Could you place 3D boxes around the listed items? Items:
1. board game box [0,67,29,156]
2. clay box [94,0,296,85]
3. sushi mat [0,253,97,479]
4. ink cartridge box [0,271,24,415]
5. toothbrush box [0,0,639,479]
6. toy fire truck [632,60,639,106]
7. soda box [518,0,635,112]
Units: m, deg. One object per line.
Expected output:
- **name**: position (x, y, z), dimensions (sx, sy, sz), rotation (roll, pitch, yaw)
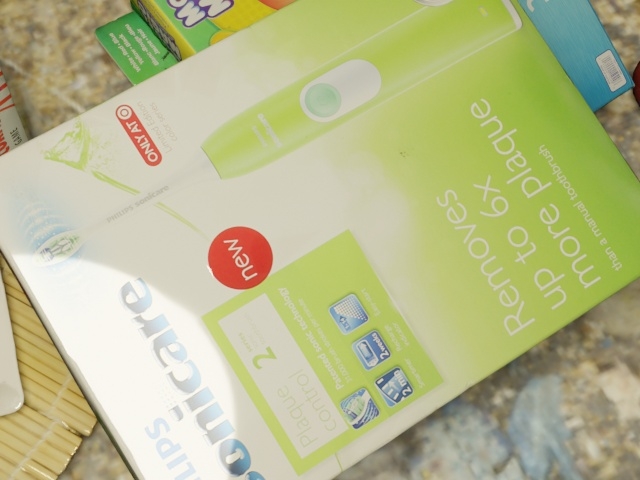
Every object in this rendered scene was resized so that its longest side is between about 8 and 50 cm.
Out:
- **board game box**: position (-0.239, -0.110, 0.645), dimensions (0.045, 0.146, 0.193), rotation (-40, 71, -18)
- **clay box**: position (-0.021, -0.155, 0.723), dimensions (0.222, 0.053, 0.127), rotation (-34, 72, -17)
- **sushi mat**: position (-0.262, 0.037, 0.644), dimensions (0.317, 0.019, 0.151), rotation (28, 68, 12)
- **ink cartridge box**: position (-0.263, 0.054, 0.588), dimensions (0.198, 0.067, 0.115), rotation (-15, 67, -7)
- **toothbrush box**: position (0.000, 0.000, 0.591), dimensions (0.283, 0.122, 0.206), rotation (-30, 83, -13)
- **toy fire truck**: position (0.327, -0.104, 0.662), dimensions (0.254, 0.169, 0.302), rotation (-31, 67, 5)
- **soda box**: position (0.092, -0.159, 0.669), dimensions (0.067, 0.071, 0.210), rotation (-32, 98, -16)
